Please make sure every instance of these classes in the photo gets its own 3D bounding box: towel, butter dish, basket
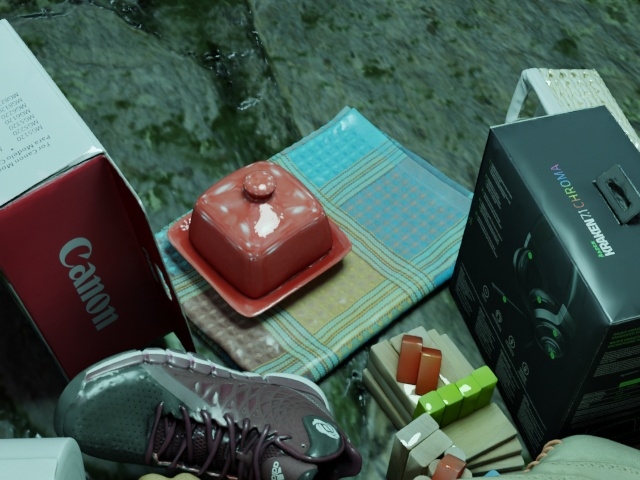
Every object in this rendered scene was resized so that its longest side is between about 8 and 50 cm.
[{"bbox_3d":[0.000,0.000,1.204,0.370,0.040,0.271,-35,60,-28],"label":"towel"},{"bbox_3d":[-0.065,-0.027,1.124,0.160,0.118,0.160,-33,61,-26],"label":"butter dish"},{"bbox_3d":[0.309,-0.121,1.284,0.103,0.113,0.167,-6,50,-14],"label":"basket"}]

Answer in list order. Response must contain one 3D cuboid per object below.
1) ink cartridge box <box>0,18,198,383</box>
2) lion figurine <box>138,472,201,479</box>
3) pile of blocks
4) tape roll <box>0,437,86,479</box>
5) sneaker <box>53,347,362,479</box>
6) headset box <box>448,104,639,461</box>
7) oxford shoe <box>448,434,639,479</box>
[{"bbox_3d":[-0.251,-0.001,0.998,0.130,0.309,0.272,-32,58,-15],"label":"ink cartridge box"},{"bbox_3d":[-0.057,0.291,0.823,0.392,0.240,0.142,30,54,20],"label":"lion figurine"},{"bbox_3d":[0.135,0.218,0.983,0.149,0.112,0.362,-2,51,-6],"label":"pile of blocks"},{"bbox_3d":[-0.279,0.278,0.815,0.169,0.246,0.246,1,50,-5],"label":"tape roll"},{"bbox_3d":[-0.080,0.175,0.921,0.281,0.106,0.162,6,17,-34],"label":"sneaker"},{"bbox_3d":[0.250,0.042,1.029,0.131,0.283,0.246,-12,51,-14],"label":"headset box"},{"bbox_3d":[0.206,0.245,0.907,0.397,0.140,0.146,15,28,-33],"label":"oxford shoe"}]
